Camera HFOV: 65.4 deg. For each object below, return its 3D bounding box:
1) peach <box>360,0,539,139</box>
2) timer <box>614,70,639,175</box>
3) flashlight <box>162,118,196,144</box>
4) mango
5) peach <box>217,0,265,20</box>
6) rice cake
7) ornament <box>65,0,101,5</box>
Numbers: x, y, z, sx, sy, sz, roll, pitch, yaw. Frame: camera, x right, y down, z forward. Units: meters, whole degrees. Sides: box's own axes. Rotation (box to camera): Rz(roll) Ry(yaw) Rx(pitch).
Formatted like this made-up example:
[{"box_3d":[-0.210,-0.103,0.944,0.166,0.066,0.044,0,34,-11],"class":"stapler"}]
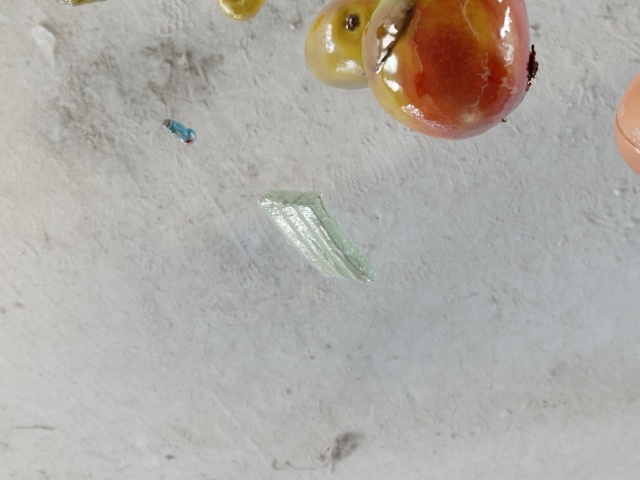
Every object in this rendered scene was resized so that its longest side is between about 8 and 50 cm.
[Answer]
[{"box_3d":[0.268,-0.390,1.027,0.369,0.370,0.371,0,124,0],"class":"peach"},{"box_3d":[0.616,-0.204,0.819,0.229,0.230,0.215,-10,148,7],"class":"timer"},{"box_3d":[-0.397,-0.308,1.401,0.051,0.051,0.129,-22,163,15],"class":"flashlight"},{"box_3d":[0.105,-0.552,1.432,0.299,0.445,0.233,0,93,-10],"class":"mango"},{"box_3d":[-0.243,-0.768,1.522,0.179,0.103,0.180,10,111,29],"class":"peach"},{"box_3d":[0.000,0.000,0.822,0.127,0.043,0.237,8,150,40],"class":"rice cake"},{"box_3d":[-0.456,-0.563,1.013,0.059,0.201,0.180,-2,165,36],"class":"ornament"}]
